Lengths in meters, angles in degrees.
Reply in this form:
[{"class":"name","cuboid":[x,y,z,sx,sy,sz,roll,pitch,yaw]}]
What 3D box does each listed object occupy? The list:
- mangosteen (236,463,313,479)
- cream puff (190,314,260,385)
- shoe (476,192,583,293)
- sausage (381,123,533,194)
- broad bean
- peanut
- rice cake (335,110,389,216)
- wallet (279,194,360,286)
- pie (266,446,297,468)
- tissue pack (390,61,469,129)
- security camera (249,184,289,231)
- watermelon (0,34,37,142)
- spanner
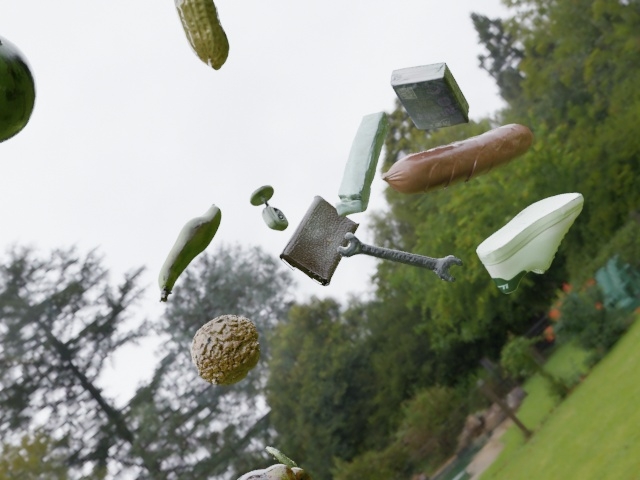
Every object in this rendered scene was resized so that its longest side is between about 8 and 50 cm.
[{"class":"mangosteen","cuboid":[-0.094,0.535,1.646,0.210,0.210,0.210,-40,-13,-11]},{"class":"cream puff","cuboid":[-0.207,0.237,1.848,0.115,0.150,0.165,81,-155,-66]},{"class":"shoe","cuboid":[0.418,0.004,1.639,0.265,0.110,0.095,-29,14,-23]},{"class":"sausage","cuboid":[0.283,-0.159,1.667,0.433,0.088,0.088,-20,-24,-37]},{"class":"broad bean","cuboid":[-0.331,0.032,2.078,0.325,0.075,0.067,-63,-31,-30]},{"class":"peanut","cuboid":[-0.242,-0.441,1.723,0.083,0.194,0.093,-22,26,-7]},{"class":"rice cake","cuboid":[0.096,-0.174,1.899,0.066,0.063,0.336,-10,38,26]},{"class":"wallet","cuboid":[0.000,0.000,1.981,0.039,0.133,0.243,-53,5,40]},{"class":"pie","cuboid":[-0.087,0.474,1.840,0.021,0.084,0.084,-55,-10,-14]},{"class":"tissue pack","cuboid":[0.215,-0.279,1.648,0.156,0.112,0.051,47,-134,-51]},{"class":"security camera","cuboid":[-0.093,-0.057,1.613,0.058,0.092,0.058,-27,-30,-17]},{"class":"watermelon","cuboid":[-0.692,-0.308,1.694,0.242,0.242,0.242,-40,-13,-11]},{"class":"spanner","cuboid":[0.155,0.033,1.674,0.015,0.254,0.054,-14,-64,-73]}]
